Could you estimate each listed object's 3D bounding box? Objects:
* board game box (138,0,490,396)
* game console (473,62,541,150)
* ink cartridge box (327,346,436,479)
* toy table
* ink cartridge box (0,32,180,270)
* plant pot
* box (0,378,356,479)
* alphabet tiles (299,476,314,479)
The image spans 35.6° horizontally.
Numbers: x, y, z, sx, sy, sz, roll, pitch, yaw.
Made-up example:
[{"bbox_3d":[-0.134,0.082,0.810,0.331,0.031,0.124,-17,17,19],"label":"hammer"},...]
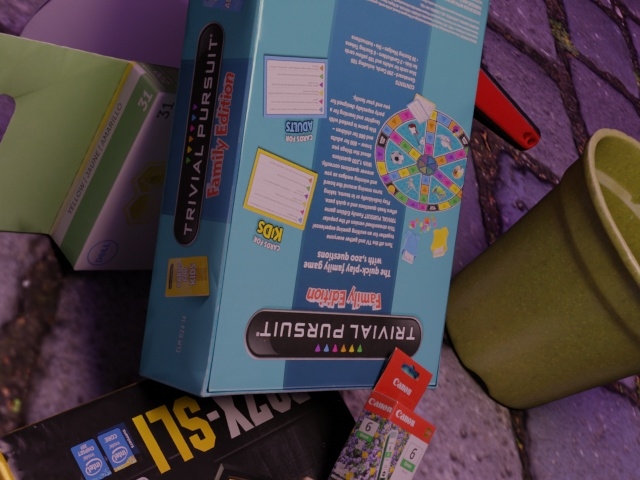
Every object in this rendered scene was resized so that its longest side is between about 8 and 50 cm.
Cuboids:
[{"bbox_3d":[0.006,-0.057,0.757,0.254,0.079,0.336,8,91,-46],"label":"board game box"},{"bbox_3d":[0.061,-0.271,1.138,0.342,0.060,0.386,33,11,-36],"label":"game console"},{"bbox_3d":[0.057,0.147,0.767,0.063,0.029,0.115,39,75,-44],"label":"ink cartridge box"},{"bbox_3d":[-0.113,-0.180,0.893,0.274,0.252,0.161,11,32,-1],"label":"toy table"},{"bbox_3d":[-0.167,-0.057,0.759,0.235,0.171,0.056,1,38,-50],"label":"ink cartridge box"},{"bbox_3d":[0.286,0.059,1.112,0.276,0.254,0.276,31,40,-30],"label":"plant pot"},{"bbox_3d":[-0.069,0.218,0.719,0.322,0.079,0.257,-16,71,-53],"label":"box"},{"bbox_3d":[0.057,0.337,0.694,0.342,0.011,0.285,34,44,-31],"label":"alphabet tiles"}]
